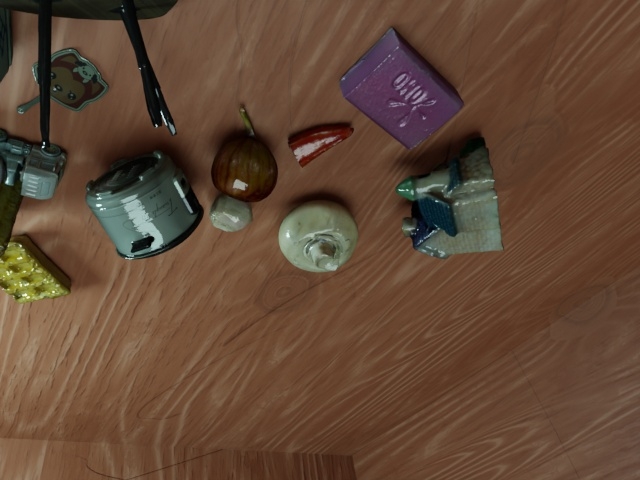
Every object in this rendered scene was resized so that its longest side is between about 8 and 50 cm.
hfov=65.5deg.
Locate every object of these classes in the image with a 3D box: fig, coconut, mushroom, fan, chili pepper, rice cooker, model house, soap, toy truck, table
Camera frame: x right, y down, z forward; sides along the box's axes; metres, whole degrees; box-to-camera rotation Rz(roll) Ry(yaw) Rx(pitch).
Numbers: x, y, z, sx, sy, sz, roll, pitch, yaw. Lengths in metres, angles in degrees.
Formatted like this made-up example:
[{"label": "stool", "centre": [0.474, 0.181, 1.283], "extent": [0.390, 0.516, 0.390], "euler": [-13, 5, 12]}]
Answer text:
[{"label": "fig", "centre": [-0.184, -0.203, 1.251], "extent": [0.174, 0.208, 0.175], "euler": [11, 174, 1]}, {"label": "coconut", "centre": [-0.246, -0.076, 1.397], "extent": [0.124, 0.110, 0.110], "euler": [24, 129, -25]}, {"label": "mushroom", "centre": [0.000, 0.000, 1.468], "extent": [0.245, 0.202, 0.246], "euler": [-6, 129, -8]}, {"label": "fan", "centre": [-0.585, -0.333, 1.099], "extent": [0.219, 0.009, 0.132], "euler": [-24, 135, 13]}, {"label": "chili pepper", "centre": [0.008, -0.256, 1.282], "extent": [0.168, 0.065, 0.088], "euler": [-22, 139, 8]}, {"label": "rice cooker", "centre": [-0.428, -0.079, 1.235], "extent": [0.241, 0.281, 0.227], "euler": [-18, 123, 5]}, {"label": "model house", "centre": [0.360, -0.103, 1.410], "extent": [0.283, 0.244, 0.299], "euler": [-13, 136, 15]}, {"label": "soap", "centre": [0.195, -0.352, 1.192], "extent": [0.259, 0.081, 0.181], "euler": [29, 126, -36]}, {"label": "toy truck", "centre": [-0.740, -0.172, 1.150], "extent": [0.256, 0.140, 0.108], "euler": [15, 133, -27]}, {"label": "table", "centre": [-0.379, -0.303, 0.866], "extent": [0.316, 0.317, 0.249], "euler": [-9, 100, -2]}]

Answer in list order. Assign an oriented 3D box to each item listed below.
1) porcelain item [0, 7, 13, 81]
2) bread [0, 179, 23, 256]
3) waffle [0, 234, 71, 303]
[{"label": "porcelain item", "centre": [-0.706, -0.411, 0.868], "extent": [0.281, 0.157, 0.286], "euler": [8, 136, -20]}, {"label": "bread", "centre": [-0.818, -0.046, 1.208], "extent": [0.184, 0.234, 0.110], "euler": [-36, 137, 29]}, {"label": "waffle", "centre": [-0.888, 0.089, 1.481], "extent": [0.167, 0.057, 0.274], "euler": [-13, 140, 2]}]
